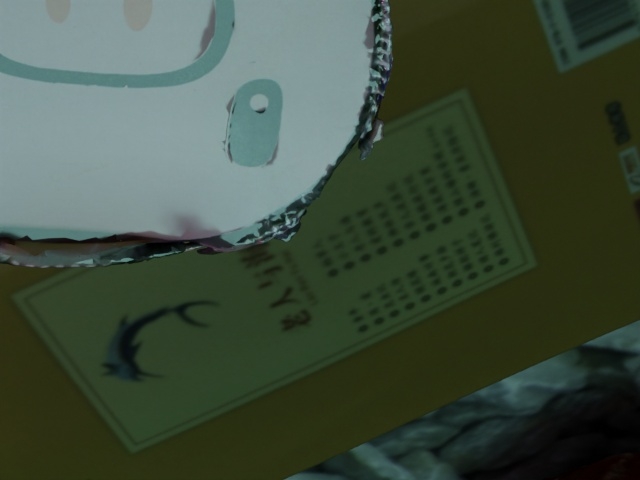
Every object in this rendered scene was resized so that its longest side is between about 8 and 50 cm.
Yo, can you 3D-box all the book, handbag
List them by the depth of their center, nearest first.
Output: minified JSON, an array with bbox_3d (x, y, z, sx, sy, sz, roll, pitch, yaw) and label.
[{"bbox_3d":[-0.084,-0.091,0.567,0.205,0.116,0.179,0,121,-11],"label":"handbag"},{"bbox_3d":[0.000,0.000,0.745,0.389,0.032,0.269,-23,134,3],"label":"book"}]

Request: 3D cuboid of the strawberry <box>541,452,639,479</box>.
[{"bbox_3d":[0.223,0.221,0.946,0.277,0.257,0.257,-29,149,-32],"label":"strawberry"}]
